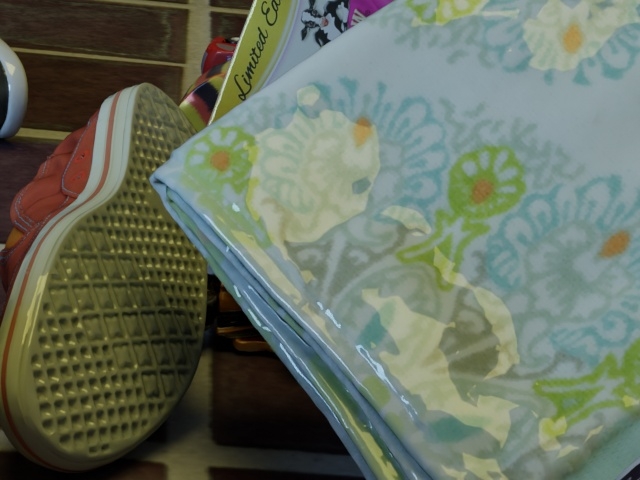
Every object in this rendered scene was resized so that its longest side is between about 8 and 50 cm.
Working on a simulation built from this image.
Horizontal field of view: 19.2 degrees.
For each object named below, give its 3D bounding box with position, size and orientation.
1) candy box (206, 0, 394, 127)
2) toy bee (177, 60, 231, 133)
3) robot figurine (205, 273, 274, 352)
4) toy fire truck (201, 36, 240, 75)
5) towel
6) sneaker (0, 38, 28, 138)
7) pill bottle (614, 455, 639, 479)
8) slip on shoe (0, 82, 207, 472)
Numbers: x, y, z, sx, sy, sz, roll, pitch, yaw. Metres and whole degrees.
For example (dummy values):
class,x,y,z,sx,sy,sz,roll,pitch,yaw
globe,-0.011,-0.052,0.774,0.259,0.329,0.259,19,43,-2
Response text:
class,x,y,z,sx,sy,sz,roll,pitch,yaw
candy box,0.066,-0.090,1.136,0.233,0.159,0.071,21,8,4
toy bee,0.027,-0.116,1.501,0.298,0.162,0.195,0,17,-19
robot figurine,0.000,0.000,1.249,0.211,0.085,0.291,6,18,2
toy fire truck,-0.023,-0.144,1.753,0.192,0.047,0.135,8,19,7
towel,0.137,-0.028,0.959,0.374,0.090,0.320,-33,55,-9
sneaker,-0.376,-0.163,1.586,0.147,0.105,0.295,-1,23,-39
pill bottle,0.158,0.168,0.625,0.181,0.181,0.323,10,19,12
slip on shoe,-0.134,0.024,1.083,0.101,0.123,0.331,-31,26,20
